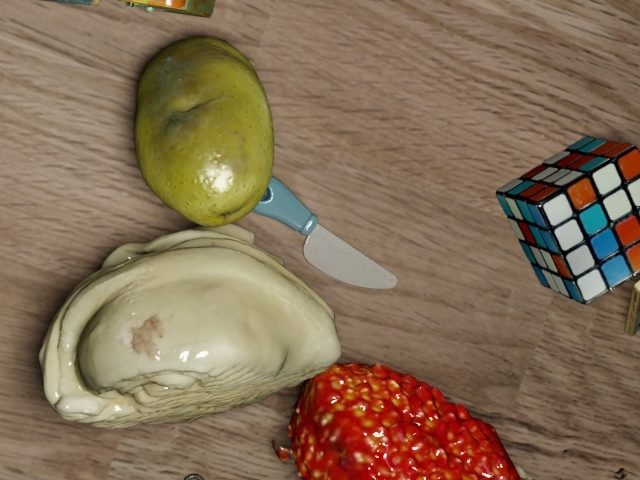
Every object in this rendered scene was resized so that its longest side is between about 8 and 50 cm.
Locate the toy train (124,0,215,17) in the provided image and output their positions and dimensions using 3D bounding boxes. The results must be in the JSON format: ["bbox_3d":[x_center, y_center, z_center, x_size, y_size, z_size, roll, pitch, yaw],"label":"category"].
[{"bbox_3d":[-0.180,-0.297,1.641,0.099,0.188,0.072,13,97,7],"label":"toy train"}]

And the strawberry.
[{"bbox_3d":[0.084,0.305,1.788,0.343,0.292,0.292,42,86,-2],"label":"strawberry"}]

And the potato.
[{"bbox_3d":[-0.137,-0.128,1.675,0.169,0.248,0.143,-21,147,11],"label":"potato"}]

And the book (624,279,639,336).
[{"bbox_3d":[0.463,0.055,1.885,0.138,0.198,0.016,-37,69,-6],"label":"book"}]

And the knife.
[{"bbox_3d":[-0.002,0.001,1.825,0.244,0.032,0.058,40,85,-21],"label":"knife"}]

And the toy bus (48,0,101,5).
[{"bbox_3d":[-0.395,-0.363,1.588,0.323,0.162,0.194,3,101,-18],"label":"toy bus"}]

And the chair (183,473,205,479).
[{"bbox_3d":[-0.186,0.426,1.778,0.221,0.140,0.145,-41,102,-5],"label":"chair"}]

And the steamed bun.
[{"bbox_3d":[-0.162,0.089,1.658,0.324,0.310,0.219,4,68,-48],"label":"steamed bun"}]

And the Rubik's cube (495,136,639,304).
[{"bbox_3d":[0.344,-0.028,1.848,0.155,0.151,0.154,-30,104,-10],"label":"Rubik's cube"}]
